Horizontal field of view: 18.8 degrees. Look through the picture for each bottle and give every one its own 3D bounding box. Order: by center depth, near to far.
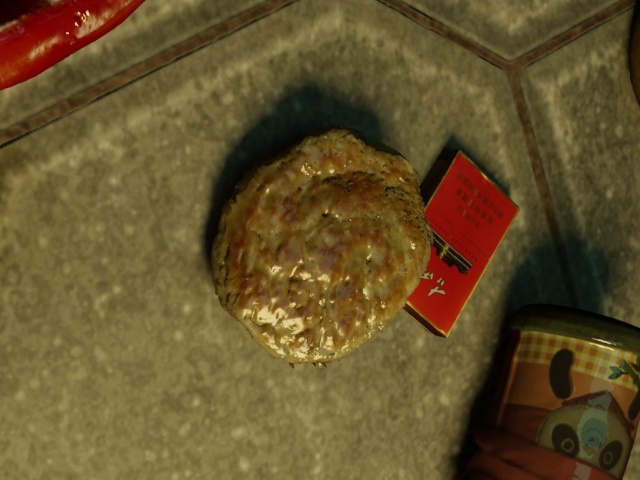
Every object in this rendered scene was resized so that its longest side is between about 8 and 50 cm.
[{"bbox_3d":[0.198,0.197,1.611,0.143,0.156,0.271,29,74,-61],"label":"bottle"}]

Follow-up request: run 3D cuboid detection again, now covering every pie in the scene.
[{"bbox_3d":[0.000,0.000,1.478,0.193,0.079,0.163,-44,116,-21],"label":"pie"}]

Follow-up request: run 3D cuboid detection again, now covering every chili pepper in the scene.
[{"bbox_3d":[-0.141,-0.216,1.310,0.368,0.092,0.137,-59,163,-16],"label":"chili pepper"}]

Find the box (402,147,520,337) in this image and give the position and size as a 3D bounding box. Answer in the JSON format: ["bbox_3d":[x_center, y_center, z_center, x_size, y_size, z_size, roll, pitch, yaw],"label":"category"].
[{"bbox_3d":[0.103,0.002,1.590,0.090,0.023,0.133,42,71,-31],"label":"box"}]

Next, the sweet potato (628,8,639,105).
[{"bbox_3d":[0.306,-0.116,1.703,0.069,0.059,0.249,-51,134,-66],"label":"sweet potato"}]
